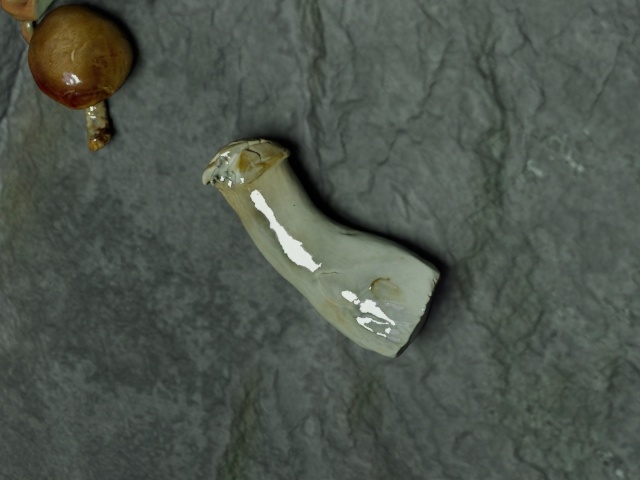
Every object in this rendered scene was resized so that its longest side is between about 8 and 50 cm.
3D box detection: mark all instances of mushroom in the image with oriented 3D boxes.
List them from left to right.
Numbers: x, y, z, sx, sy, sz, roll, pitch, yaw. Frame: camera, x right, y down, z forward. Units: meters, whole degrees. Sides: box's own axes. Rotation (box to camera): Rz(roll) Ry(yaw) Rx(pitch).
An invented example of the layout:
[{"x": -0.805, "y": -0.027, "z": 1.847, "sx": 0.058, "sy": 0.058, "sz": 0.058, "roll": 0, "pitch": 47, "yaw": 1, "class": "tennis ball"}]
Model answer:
[{"x": -0.200, "y": -0.137, "z": 0.974, "sx": 0.088, "sy": 0.073, "sz": 0.129, "roll": -14, "pitch": 110, "yaw": -8, "class": "mushroom"}, {"x": -0.003, "y": 0.002, "z": 0.932, "sx": 0.223, "sy": 0.081, "sz": 0.092, "roll": 41, "pitch": 138, "yaw": 8, "class": "mushroom"}]

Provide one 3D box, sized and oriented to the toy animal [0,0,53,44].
[{"x": -0.276, "y": -0.323, "z": 0.935, "sx": 0.157, "sy": 0.097, "sz": 0.312, "roll": 35, "pitch": 122, "yaw": 23, "class": "toy animal"}]
